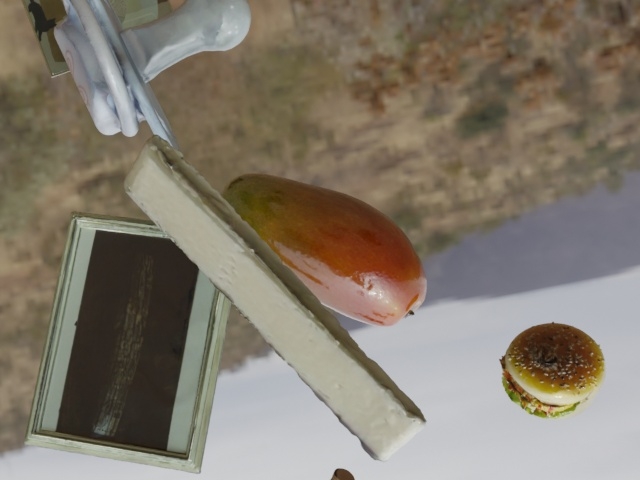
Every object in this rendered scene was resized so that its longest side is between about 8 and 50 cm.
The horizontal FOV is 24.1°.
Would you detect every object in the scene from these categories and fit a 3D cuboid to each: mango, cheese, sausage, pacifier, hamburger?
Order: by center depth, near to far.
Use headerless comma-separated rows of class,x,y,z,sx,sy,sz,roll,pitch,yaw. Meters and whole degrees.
cheese,-0.050,0.056,1.507,0.034,0.400,0.085,-35,168,-50
sausage,0.001,0.283,1.577,0.026,0.026,0.116,-8,140,-43
pacifier,-0.190,-0.238,1.761,0.226,0.287,0.238,-27,162,-4
mango,-0.001,0.004,1.842,0.289,0.129,0.146,24,-140,8
hamburger,0.290,0.164,1.882,0.141,0.126,0.081,-29,145,-16

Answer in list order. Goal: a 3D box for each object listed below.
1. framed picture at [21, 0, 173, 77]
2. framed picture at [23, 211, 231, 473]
framed picture,-0.318,-0.331,2.170,0.201,0.136,0.010,-21,179,-11
framed picture,-0.224,0.116,1.787,0.231,0.293,0.018,6,169,16
